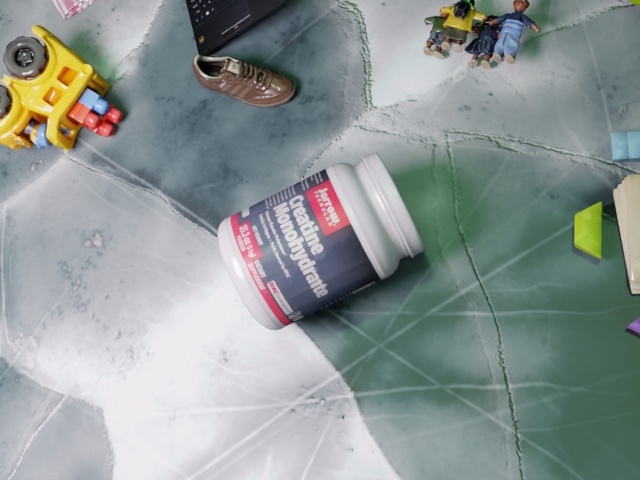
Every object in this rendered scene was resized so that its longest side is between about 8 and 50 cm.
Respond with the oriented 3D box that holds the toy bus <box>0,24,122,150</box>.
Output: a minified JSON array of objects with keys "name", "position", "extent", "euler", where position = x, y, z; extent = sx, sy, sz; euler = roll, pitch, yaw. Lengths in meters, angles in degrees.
[{"name":"toy bus","position":[-0.475,-0.235,1.433],"extent":[0.211,0.149,0.220],"euler":[34,86,4]}]

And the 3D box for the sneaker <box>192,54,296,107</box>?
[{"name":"sneaker","position":[-0.138,-0.280,1.392],"extent":[0.189,0.071,0.066],"euler":[12,77,16]}]

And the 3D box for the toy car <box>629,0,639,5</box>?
[{"name":"toy car","position":[0.498,-0.495,1.282],"extent":[0.155,0.149,0.188],"euler":[-41,57,-14]}]

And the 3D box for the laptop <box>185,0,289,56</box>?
[{"name":"laptop","position":[-0.197,-0.495,1.383],"extent":[0.234,0.137,0.264],"euler":[-24,73,33]}]

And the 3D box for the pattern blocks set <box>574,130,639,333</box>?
[{"name":"pattern blocks set","position":[0.523,-0.010,1.185],"extent":[0.286,0.026,0.324],"euler":[8,76,15]}]

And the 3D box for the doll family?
[{"name":"doll family","position":[0.263,-0.353,1.325],"extent":[0.193,0.076,0.111],"euler":[18,75,12]}]

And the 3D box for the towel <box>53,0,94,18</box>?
[{"name":"towel","position":[-0.450,-0.536,1.562],"extent":[0.197,0.029,0.144],"euler":[-33,69,2]}]

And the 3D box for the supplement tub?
[{"name":"supplement tub","position":[0.000,0.000,1.215],"extent":[0.272,0.191,0.191],"euler":[-27,70,4]}]
